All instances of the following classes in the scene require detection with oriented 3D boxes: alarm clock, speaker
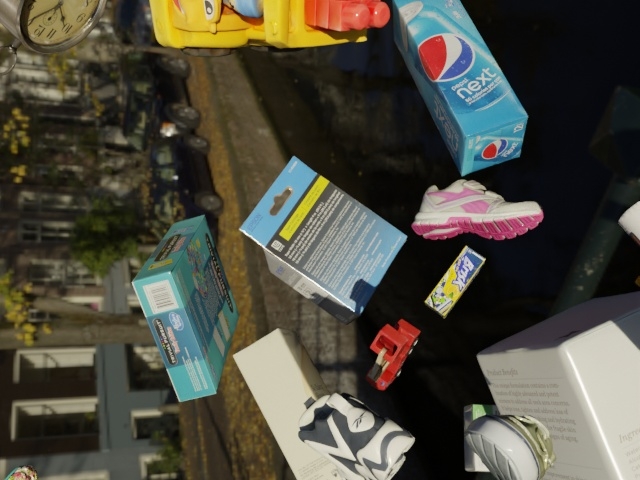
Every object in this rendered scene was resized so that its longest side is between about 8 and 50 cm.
[{"bbox_3d":[-0.327,-0.272,0.841,0.192,0.064,0.129,-53,-13,2],"label":"alarm clock"},{"bbox_3d":[0.475,0.007,0.990,0.136,0.055,0.055,58,144,28],"label":"speaker"}]

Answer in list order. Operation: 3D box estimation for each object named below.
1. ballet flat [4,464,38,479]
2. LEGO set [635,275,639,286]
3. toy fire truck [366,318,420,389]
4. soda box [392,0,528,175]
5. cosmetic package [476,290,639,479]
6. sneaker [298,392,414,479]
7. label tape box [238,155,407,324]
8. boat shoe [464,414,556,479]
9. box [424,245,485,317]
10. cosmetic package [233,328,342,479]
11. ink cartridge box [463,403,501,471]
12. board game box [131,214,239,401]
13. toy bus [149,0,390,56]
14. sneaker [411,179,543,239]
[{"bbox_3d":[-0.491,0.463,1.086,0.241,0.077,0.091,-59,-28,-21],"label":"ballet flat"},{"bbox_3d":[0.698,0.075,1.426,0.227,0.086,0.093,94,167,-48],"label":"LEGO set"},{"bbox_3d":[0.119,0.209,1.280,0.047,0.135,0.192,34,128,17],"label":"toy fire truck"},{"bbox_3d":[0.142,-0.177,0.768,0.071,0.067,0.210,76,175,-60],"label":"soda box"},{"bbox_3d":[0.565,0.327,1.354,0.394,0.327,0.329,68,163,5],"label":"cosmetic package"},{"bbox_3d":[0.036,0.286,1.014,0.153,0.094,0.235,38,156,18],"label":"sneaker"},{"bbox_3d":[0.000,0.000,1.688,0.241,0.333,0.106,-55,2,-25],"label":"label tape box"},{"bbox_3d":[0.275,0.288,1.011,0.109,0.094,0.302,41,171,29],"label":"boat shoe"},{"bbox_3d":[0.321,0.099,1.712,0.169,0.059,0.054,-53,-16,-5],"label":"box"},{"bbox_3d":[-0.039,0.338,1.441,0.310,0.113,0.160,61,-174,12],"label":"cosmetic package"},{"bbox_3d":[0.458,0.475,1.718,0.093,0.212,0.155,106,168,-71],"label":"ink cartridge box"},{"bbox_3d":[-0.258,0.123,1.451,0.336,0.079,0.254,-86,-19,-71],"label":"board game box"},{"bbox_3d":[-0.040,-0.261,0.760,0.211,0.220,0.150,30,126,42],"label":"toy bus"},{"bbox_3d":[0.305,-0.069,1.408,0.103,0.252,0.111,50,-136,-63],"label":"sneaker"}]
